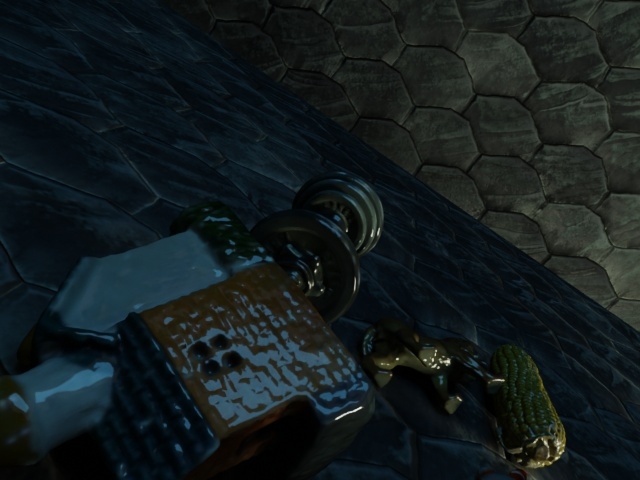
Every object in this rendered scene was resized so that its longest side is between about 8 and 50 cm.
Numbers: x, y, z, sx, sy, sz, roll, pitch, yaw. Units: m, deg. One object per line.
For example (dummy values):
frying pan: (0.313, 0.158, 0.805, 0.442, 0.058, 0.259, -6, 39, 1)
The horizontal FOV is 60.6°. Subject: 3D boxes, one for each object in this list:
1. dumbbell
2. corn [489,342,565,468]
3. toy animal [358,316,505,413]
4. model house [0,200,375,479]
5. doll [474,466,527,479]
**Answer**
dumbbell: (0.000, 0.000, 0.886, 0.179, 0.179, 0.406, 36, 21, 1)
corn: (0.342, 0.274, 0.942, 0.106, 0.106, 0.293, 35, 18, -1)
toy animal: (0.169, 0.189, 0.886, 0.312, 0.097, 0.157, 23, 12, -23)
model house: (-0.152, 0.125, 0.463, 0.301, 0.190, 0.271, -16, 56, -44)
doll: (0.262, 0.349, 0.689, 0.245, 0.076, 0.142, 23, 23, -38)
